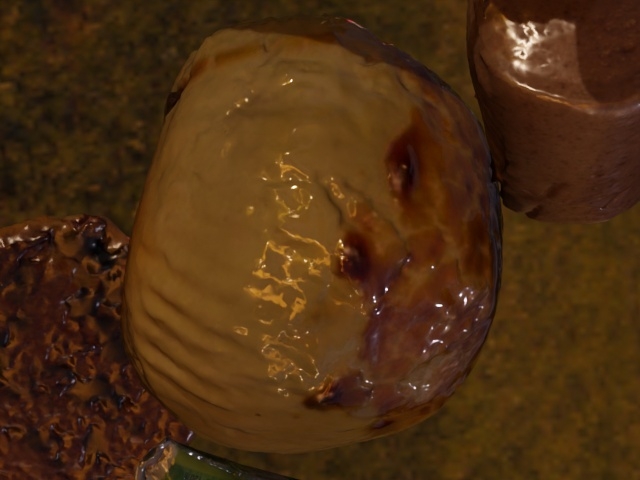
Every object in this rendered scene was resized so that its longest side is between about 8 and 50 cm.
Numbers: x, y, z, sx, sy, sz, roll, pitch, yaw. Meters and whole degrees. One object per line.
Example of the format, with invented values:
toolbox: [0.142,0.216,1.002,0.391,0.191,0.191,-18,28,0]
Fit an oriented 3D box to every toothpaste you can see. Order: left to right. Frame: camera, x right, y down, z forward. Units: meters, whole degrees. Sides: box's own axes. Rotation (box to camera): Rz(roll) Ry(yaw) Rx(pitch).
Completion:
toothpaste: [-0.041,0.183,1.099,0.248,0.078,0.047,24,20,-46]

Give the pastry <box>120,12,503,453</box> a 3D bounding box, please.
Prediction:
pastry: [0.000,0.000,1.404,0.388,0.312,0.389,-165,-90,-86]

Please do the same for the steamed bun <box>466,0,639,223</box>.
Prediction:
steamed bun: [0.209,-0.177,1.184,0.251,0.199,0.301,70,19,-63]

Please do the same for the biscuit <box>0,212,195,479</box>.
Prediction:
biscuit: [-0.275,0.128,1.747,0.081,0.289,0.334,-116,-169,-69]
